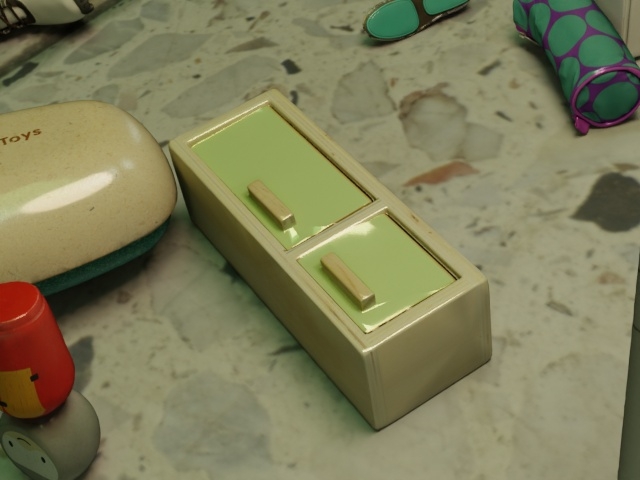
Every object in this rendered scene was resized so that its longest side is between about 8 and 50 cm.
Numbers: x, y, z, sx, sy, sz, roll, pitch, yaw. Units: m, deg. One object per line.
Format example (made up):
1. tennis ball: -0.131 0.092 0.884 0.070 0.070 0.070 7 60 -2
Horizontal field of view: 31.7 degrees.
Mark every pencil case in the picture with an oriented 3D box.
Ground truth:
1. pencil case: 0.216 -0.163 0.955 0.070 0.064 0.152 -43 41 24

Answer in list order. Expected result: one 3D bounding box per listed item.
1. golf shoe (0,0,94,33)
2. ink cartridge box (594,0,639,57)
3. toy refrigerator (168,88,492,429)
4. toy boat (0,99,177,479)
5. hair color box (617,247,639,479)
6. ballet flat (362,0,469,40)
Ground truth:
1. golf shoe: -0.318 -0.231 1.132 0.198 0.077 0.094 11 60 30
2. ink cartridge box: 0.329 -0.299 0.991 0.232 0.168 0.171 -19 45 -8
3. toy refrigerator: 0.000 0.000 0.818 0.102 0.094 0.269 -29 48 -17
4. toy boat: -0.223 0.027 0.820 0.267 0.148 0.318 -15 37 -10
5. hair color box: 0.241 0.073 0.499 0.113 0.374 0.185 -33 49 -21
6. ballet flat: 0.088 -0.217 1.058 0.114 0.041 0.041 -24 46 -12
